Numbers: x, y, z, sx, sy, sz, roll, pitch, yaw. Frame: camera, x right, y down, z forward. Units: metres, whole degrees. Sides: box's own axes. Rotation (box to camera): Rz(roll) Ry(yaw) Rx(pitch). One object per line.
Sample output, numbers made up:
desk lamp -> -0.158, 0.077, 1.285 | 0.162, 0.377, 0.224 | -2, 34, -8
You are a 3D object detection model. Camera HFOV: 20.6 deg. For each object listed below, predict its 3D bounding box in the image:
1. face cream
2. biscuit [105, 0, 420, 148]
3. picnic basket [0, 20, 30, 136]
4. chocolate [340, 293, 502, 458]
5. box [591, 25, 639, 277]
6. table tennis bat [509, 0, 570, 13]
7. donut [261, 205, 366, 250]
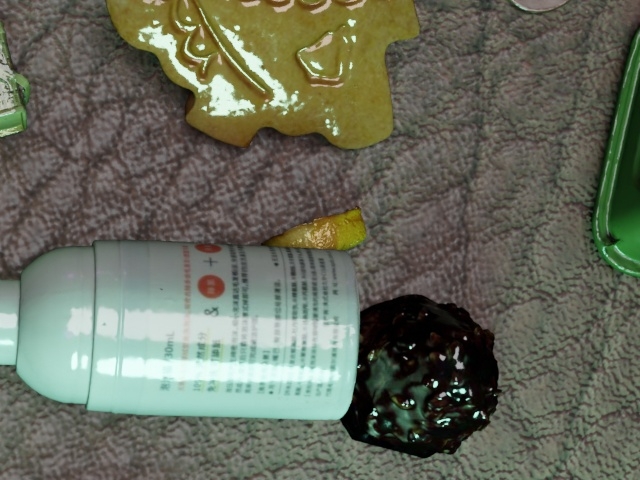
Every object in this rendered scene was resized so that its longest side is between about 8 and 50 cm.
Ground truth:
face cream -> -0.161, 0.070, 1.451 | 0.369, 0.145, 0.145 | 3, 86, -9
biscuit -> -0.021, -0.219, 1.481 | 0.283, 0.043, 0.306 | 23, 107, -20
picnic basket -> -0.323, -0.117, 1.444 | 0.164, 0.115, 0.080 | -16, 87, -12
chocolate -> 0.097, 0.113, 1.502 | 0.156, 0.133, 0.156 | 1, 84, -12
box -> 0.433, -0.068, 1.555 | 0.328, 0.178, 0.253 | 14, 81, -10
table tennis bat -> 0.226, -0.272, 1.614 | 0.156, 0.013, 0.087 | -39, 92, -9
donut -> 0.000, 0.000, 1.543 | 0.083, 0.067, 0.038 | -17, 82, -43
